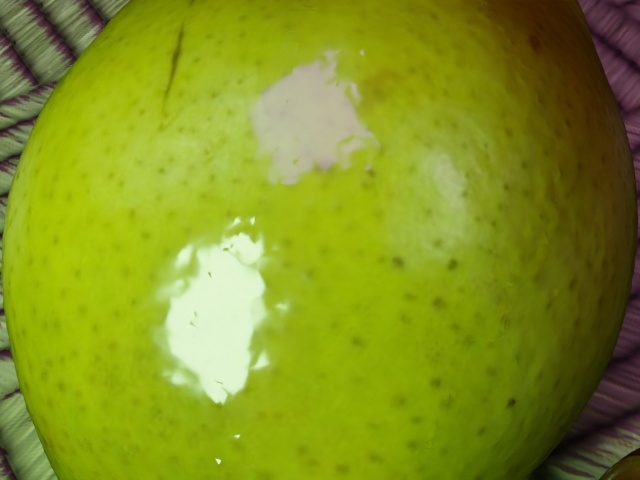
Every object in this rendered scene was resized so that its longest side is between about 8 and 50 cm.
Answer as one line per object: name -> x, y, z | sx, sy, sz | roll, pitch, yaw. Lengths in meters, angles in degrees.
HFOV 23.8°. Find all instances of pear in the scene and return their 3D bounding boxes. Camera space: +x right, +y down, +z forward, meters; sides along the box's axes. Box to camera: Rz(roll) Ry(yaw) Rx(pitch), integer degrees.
pear -> 0.000, 0.000, 0.873 | 0.362, 0.362, 0.418 | 10, 62, 20

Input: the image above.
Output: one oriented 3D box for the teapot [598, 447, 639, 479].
teapot -> 0.202, 0.169, 0.869 | 0.098, 0.078, 0.129 | -50, 27, 15
